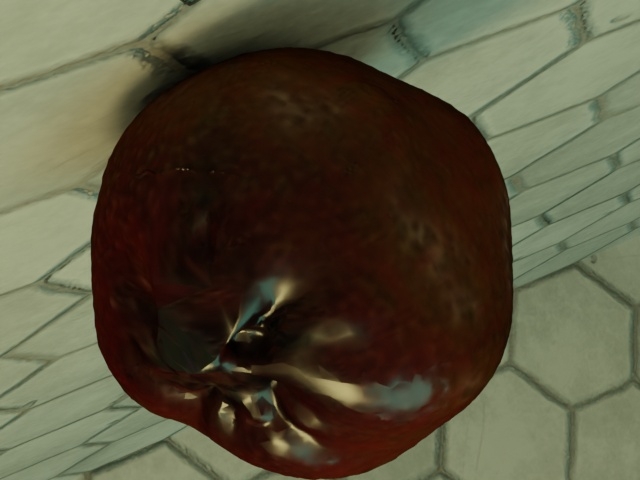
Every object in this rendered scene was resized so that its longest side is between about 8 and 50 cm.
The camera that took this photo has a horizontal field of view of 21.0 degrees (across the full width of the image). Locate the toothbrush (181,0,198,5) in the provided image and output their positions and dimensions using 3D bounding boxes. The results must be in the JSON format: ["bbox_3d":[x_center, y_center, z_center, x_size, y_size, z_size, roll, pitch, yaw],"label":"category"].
[{"bbox_3d":[-0.096,-0.151,0.803,0.031,0.023,0.321,-30,170,8],"label":"toothbrush"}]

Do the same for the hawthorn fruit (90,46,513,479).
[{"bbox_3d":[-0.003,0.015,1.149,0.295,0.295,0.311,-32,167,31],"label":"hawthorn fruit"}]
